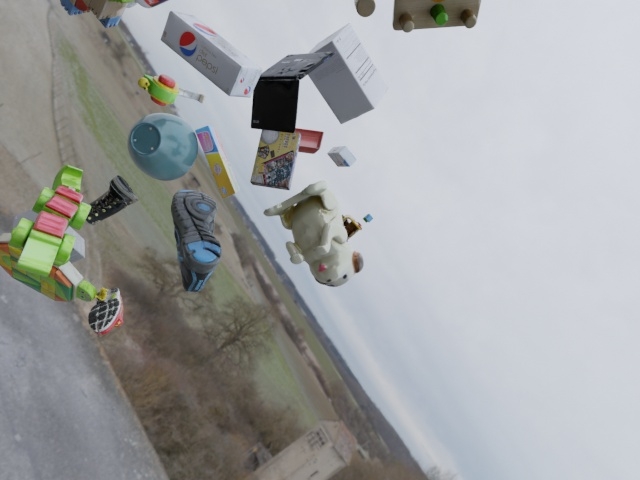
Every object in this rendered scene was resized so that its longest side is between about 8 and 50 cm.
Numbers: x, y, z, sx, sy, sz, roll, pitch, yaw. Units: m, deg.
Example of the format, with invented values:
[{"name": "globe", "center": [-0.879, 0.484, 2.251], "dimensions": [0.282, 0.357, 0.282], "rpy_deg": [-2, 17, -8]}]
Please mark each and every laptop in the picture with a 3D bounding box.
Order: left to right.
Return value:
[{"name": "laptop", "center": [-0.095, -0.484, 1.514], "dimensions": [0.234, 0.264, 0.137], "rpy_deg": [19, -36, 43]}]

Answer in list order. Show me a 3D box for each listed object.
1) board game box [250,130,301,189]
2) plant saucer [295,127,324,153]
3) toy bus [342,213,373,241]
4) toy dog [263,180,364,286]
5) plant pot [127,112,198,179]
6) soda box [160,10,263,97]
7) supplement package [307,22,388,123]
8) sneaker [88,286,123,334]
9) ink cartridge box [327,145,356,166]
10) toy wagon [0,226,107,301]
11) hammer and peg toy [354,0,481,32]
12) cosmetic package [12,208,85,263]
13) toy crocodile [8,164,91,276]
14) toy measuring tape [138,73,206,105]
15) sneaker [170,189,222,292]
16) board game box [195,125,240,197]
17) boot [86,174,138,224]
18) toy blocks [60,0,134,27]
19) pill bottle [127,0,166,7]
[{"name": "board game box", "center": [-0.184, -0.339, 1.940], "dimensions": [0.164, 0.244, 0.042], "rpy_deg": [10, -10, 8]}, {"name": "plant saucer", "center": [-0.120, -0.507, 2.374], "dimensions": [0.258, 0.258, 0.048], "rpy_deg": [-81, 178, -59]}, {"name": "toy bus", "center": [0.120, -0.067, 2.126], "dimensions": [0.104, 0.191, 0.202], "rpy_deg": [48, -37, -5]}, {"name": "toy dog", "center": [0.000, 0.000, 1.939], "dimensions": [0.408, 0.284, 0.395], "rpy_deg": [66, 16, 2]}, {"name": "plant pot", "center": [-0.687, -0.406, 1.961], "dimensions": [0.290, 0.290, 0.195], "rpy_deg": [55, 5, 2]}, {"name": "soda box", "center": [-0.226, -0.385, 0.967], "dimensions": [0.216, 0.069, 0.074], "rpy_deg": [40, 30, 15]}, {"name": "supplement package", "center": [0.096, -0.638, 1.808], "dimensions": [0.177, 0.175, 0.293], "rpy_deg": [-14, -56, 42]}, {"name": "sneaker", "center": [-0.745, 0.266, 1.675], "dimensions": [0.279, 0.107, 0.119], "rpy_deg": [-126, -159, -65]}, {"name": "ink cartridge box", "center": [0.098, -0.390, 2.181], "dimensions": [0.088, 0.052, 0.122], "rpy_deg": [48, -12, -24]}, {"name": "toy wagon", "center": [-0.833, 0.103, 1.451], "dimensions": [0.344, 0.068, 0.267], "rpy_deg": [32, -42, -6]}, {"name": "hammer and peg toy", "center": [0.280, -0.720, 1.301], "dimensions": [0.266, 0.361, 0.127], "rpy_deg": [87, -1, -50]}, {"name": "cosmetic package", "center": [-0.993, -0.011, 1.721], "dimensions": [0.238, 0.127, 0.107], "rpy_deg": [67, 1, -57]}, {"name": "toy crocodile", "center": [-0.597, -0.049, 1.054], "dimensions": [0.115, 0.105, 0.341], "rpy_deg": [27, 28, -27]}, {"name": "toy measuring tape", "center": [-0.591, -0.599, 1.922], "dimensions": [0.330, 0.121, 0.121], "rpy_deg": [2, 45, -53]}, {"name": "sneaker", "center": [-0.348, -0.012, 1.258], "dimensions": [0.125, 0.140, 0.341], "rpy_deg": [10, 36, -24]}, {"name": "board game box", "center": [-0.470, -0.363, 2.166], "dimensions": [0.242, 0.064, 0.317], "rpy_deg": [-114, -177, -78]}, {"name": "boot", "center": [-0.703, -0.124, 1.538], "dimensions": [0.085, 0.178, 0.236], "rpy_deg": [57, -13, -4]}, {"name": "toy blocks", "center": [-0.758, -0.840, 1.492], "dimensions": [0.260, 0.191, 0.381], "rpy_deg": [-30, -80, 43]}, {"name": "pill bottle", "center": [-0.561, -0.932, 1.626], "dimensions": [0.181, 0.322, 0.182], "rpy_deg": [-18, 90, -79]}]
